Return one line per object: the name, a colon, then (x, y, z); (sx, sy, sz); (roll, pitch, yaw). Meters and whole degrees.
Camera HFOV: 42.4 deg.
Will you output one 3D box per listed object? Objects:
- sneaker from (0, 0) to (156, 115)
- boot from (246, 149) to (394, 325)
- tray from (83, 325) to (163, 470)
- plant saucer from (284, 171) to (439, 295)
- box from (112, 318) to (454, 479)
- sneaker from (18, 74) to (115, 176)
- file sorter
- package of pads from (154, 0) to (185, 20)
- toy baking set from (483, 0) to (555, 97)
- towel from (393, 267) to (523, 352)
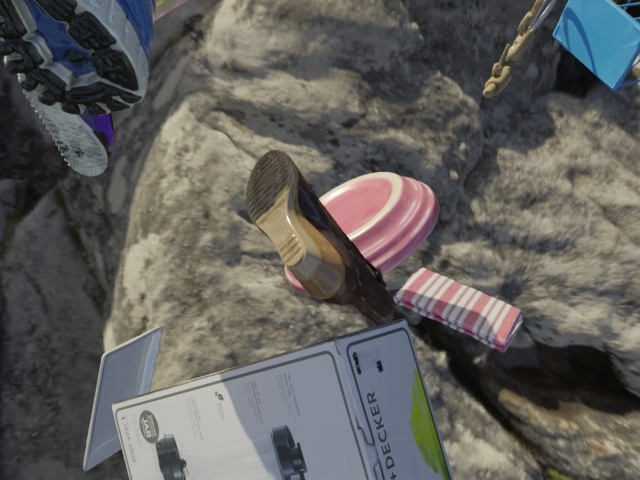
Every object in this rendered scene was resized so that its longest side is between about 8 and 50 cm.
sneaker: (-0.214, -0.244, 0.563); (0.130, 0.330, 0.147); (-6, 51, 17)
boot: (0.000, 0.000, 1.166); (0.090, 0.207, 0.248); (-37, 46, 18)
tray: (-0.364, 0.280, 1.488); (0.030, 0.145, 0.270); (29, 119, 22)
plant saucer: (0.065, -0.028, 1.610); (0.332, 0.332, 0.084); (-28, 115, 9)
box: (-0.039, 0.181, 0.675); (0.290, 0.087, 0.169); (-23, 80, 41)
sneaker: (-0.474, -0.280, 1.582); (0.102, 0.146, 0.293); (-5, 125, 15)
file sorter: (0.517, -0.365, 1.441); (0.105, 0.118, 0.170); (-15, 53, -27)
package of pads: (-0.250, -0.386, 1.196); (0.297, 0.229, 0.101); (-30, 100, 8)
toy baking set: (0.357, -0.349, 1.447); (0.030, 0.256, 0.196); (34, 120, 7)
towel: (0.226, 0.112, 1.346); (0.197, 0.144, 0.029); (24, 114, 17)
